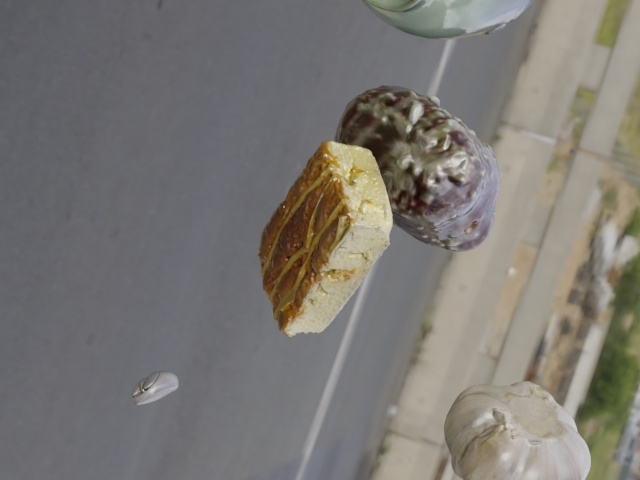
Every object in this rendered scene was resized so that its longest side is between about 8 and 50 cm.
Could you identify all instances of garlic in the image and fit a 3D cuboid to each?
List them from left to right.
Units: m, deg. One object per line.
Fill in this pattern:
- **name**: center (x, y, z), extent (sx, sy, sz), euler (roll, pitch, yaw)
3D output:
- **garlic**: center (0.276, 0.303, 1.775), extent (0.152, 0.228, 0.228), euler (-56, 175, 33)

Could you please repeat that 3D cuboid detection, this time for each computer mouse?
- **computer mouse**: center (-0.268, 0.233, 2.000), extent (0.066, 0.039, 0.096), euler (-32, 169, 22)

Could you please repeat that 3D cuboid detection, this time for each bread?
- **bread**: center (0.000, 0.000, 1.955), extent (0.275, 0.114, 0.185), euler (-58, -142, 42)

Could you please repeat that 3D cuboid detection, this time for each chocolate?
- **chocolate**: center (0.166, -0.144, 2.194), extent (0.225, 0.340, 0.210), euler (-46, 159, 2)

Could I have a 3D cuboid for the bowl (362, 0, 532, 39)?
- **bowl**: center (0.151, -0.454, 1.876), extent (0.185, 0.354, 0.354), euler (-33, 142, -40)
